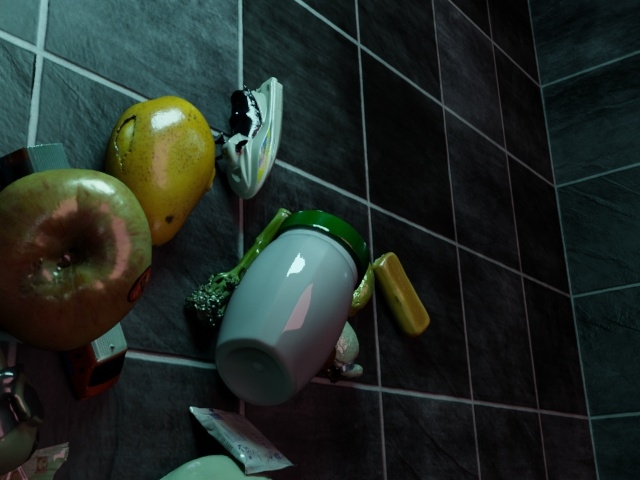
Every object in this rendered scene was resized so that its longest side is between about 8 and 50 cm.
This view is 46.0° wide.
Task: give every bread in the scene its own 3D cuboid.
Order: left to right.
[{"bbox_3d":[0.079,0.084,1.865,0.149,0.065,0.188,44,47,-28],"label":"bread"},{"bbox_3d":[0.207,0.143,2.002,0.092,0.074,0.239,-39,108,-36],"label":"bread"}]

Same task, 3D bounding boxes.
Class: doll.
[{"bbox_3d":[0.037,0.232,1.738,0.214,0.071,0.103,61,36,-12],"label":"doll"}]

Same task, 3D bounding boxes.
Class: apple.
[{"bbox_3d":[-0.363,0.024,1.069,0.260,0.194,0.261,2,85,-22],"label":"apple"}]

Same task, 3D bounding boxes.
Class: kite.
[{"bbox_3d":[-0.421,0.401,1.107,0.250,0.012,0.229,53,41,-29],"label":"kite"}]

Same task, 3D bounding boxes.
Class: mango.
[{"bbox_3d":[-0.298,-0.130,1.365,0.191,0.159,0.291,30,64,-52],"label":"mango"}]

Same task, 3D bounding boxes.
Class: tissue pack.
[{"bbox_3d":[-0.143,0.360,1.372,0.122,0.193,0.026,20,99,-48],"label":"tissue pack"}]

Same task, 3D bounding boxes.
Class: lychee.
[{"bbox_3d":[-0.012,0.255,1.629,0.114,0.101,0.140,96,-18,-62],"label":"lychee"}]

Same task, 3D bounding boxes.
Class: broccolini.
[{"bbox_3d":[-0.150,0.035,1.557,0.079,0.073,0.392,63,38,-26],"label":"broccolini"}]

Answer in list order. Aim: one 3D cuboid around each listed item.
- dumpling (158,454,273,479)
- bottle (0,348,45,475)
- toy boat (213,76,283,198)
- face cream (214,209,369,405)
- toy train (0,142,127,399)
[{"bbox_3d":[-0.154,0.506,1.280,0.320,0.212,0.270,-13,50,-41],"label":"dumpling"},{"bbox_3d":[-0.494,0.156,0.971,0.168,0.168,0.347,-48,118,-50],"label":"bottle"},{"bbox_3d":[-0.154,-0.225,1.609,0.141,0.140,0.270,42,49,-37],"label":"toy boat"},{"bbox_3d":[-0.054,0.129,1.476,0.219,0.313,0.357,25,47,5],"label":"face cream"},{"bbox_3d":[-0.400,0.048,1.208,0.086,0.089,0.410,-21,94,-60],"label":"toy train"}]
